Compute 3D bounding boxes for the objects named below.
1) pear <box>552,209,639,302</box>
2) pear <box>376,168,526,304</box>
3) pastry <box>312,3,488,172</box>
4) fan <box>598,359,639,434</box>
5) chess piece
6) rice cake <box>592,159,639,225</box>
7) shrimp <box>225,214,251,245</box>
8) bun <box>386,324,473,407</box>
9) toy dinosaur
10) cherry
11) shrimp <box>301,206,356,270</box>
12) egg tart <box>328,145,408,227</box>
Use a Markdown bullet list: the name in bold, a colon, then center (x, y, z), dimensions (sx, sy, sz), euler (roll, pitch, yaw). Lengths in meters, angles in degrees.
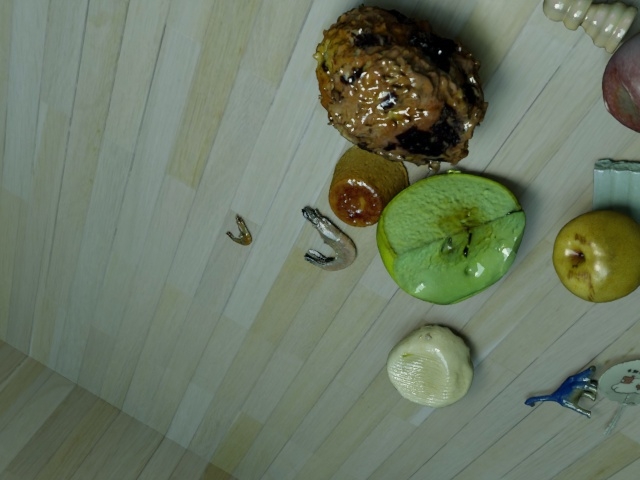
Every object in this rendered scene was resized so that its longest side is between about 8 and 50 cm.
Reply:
- **pear**: center (0.634, 0.034, 1.487), dimensions (0.208, 0.209, 0.209), euler (12, 129, 16)
- **pear**: center (0.312, 0.015, 1.653), dimensions (0.342, 0.239, 0.318), euler (-19, 136, -3)
- **pastry**: center (0.162, -0.319, 1.400), dimensions (0.405, 0.337, 0.292), euler (34, 124, -3)
- **fan**: center (0.851, 0.441, 1.852), dimensions (0.190, 0.009, 0.329), euler (7, 128, 4)
- **chess piece**: center (0.520, -0.442, 1.309), dimensions (0.170, 0.094, 0.094), euler (26, 131, 10)
- **rice cake**: center (0.687, -0.074, 1.534), dimensions (0.127, 0.043, 0.237), euler (7, 129, 21)
- **shrimp**: center (-0.254, -0.030, 2.010), dimensions (0.083, 0.023, 0.114), euler (1, 129, 27)
- **bun**: center (0.332, 0.363, 1.952), dimensions (0.259, 0.160, 0.259), euler (13, 117, 28)
- **toy dinosaur**: center (0.686, 0.414, 1.886), dimensions (0.188, 0.075, 0.248), euler (11, 135, 21)
- **cherry**: center (0.667, -0.317, 1.258), dimensions (0.206, 0.239, 0.239), euler (51, 132, 13)
- **shrimp**: center (0.000, 0.000, 1.902), dimensions (0.152, 0.046, 0.219), euler (-32, 108, 35)
- **egg tart**: center (0.114, -0.126, 1.688), dimensions (0.202, 0.147, 0.203), euler (11, 129, 14)
